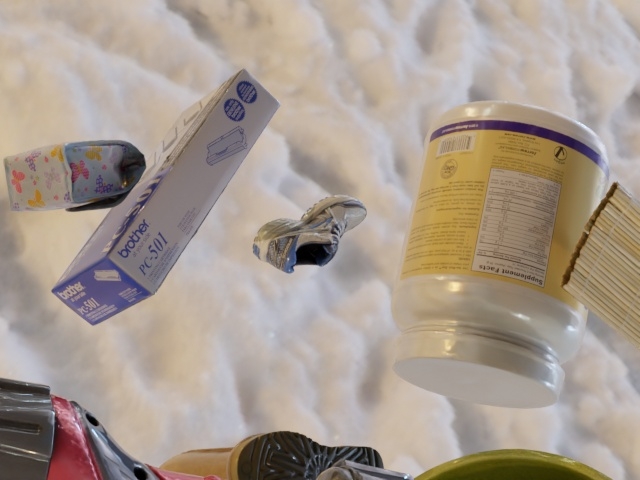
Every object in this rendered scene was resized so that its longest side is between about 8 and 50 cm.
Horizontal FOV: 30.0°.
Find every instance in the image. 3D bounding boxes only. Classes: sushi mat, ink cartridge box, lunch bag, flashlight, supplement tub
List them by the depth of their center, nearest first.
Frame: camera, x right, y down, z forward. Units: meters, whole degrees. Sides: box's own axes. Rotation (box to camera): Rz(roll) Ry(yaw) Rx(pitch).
[{"bbox_3d":[-0.074,0.156,0.729,0.304,0.103,0.103,13,15,-24],"label":"flashlight"},{"bbox_3d":[-0.178,-0.047,0.884,0.083,0.071,0.053,-16,98,-55],"label":"lunch bag"},{"bbox_3d":[-0.115,-0.035,0.908,0.046,0.097,0.207,43,52,-18],"label":"ink cartridge box"},{"bbox_3d":[0.416,0.080,1.374,0.316,0.019,0.151,37,70,-17],"label":"sushi mat"},{"bbox_3d":[0.220,0.021,1.482,0.241,0.241,0.331,20,71,-20],"label":"supplement tub"}]

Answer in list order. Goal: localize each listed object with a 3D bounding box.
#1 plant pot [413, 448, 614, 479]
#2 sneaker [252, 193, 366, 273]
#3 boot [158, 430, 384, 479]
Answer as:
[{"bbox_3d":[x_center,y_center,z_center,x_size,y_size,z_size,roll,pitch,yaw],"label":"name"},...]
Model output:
[{"bbox_3d":[0.237,0.446,1.201,0.353,0.366,0.366,46,28,-47],"label":"plant pot"},{"bbox_3d":[0.000,0.000,1.185,0.135,0.052,0.058,-26,51,-33],"label":"sneaker"},{"bbox_3d":[-0.096,0.274,1.377,0.236,0.269,0.089,19,69,-44],"label":"boot"}]
